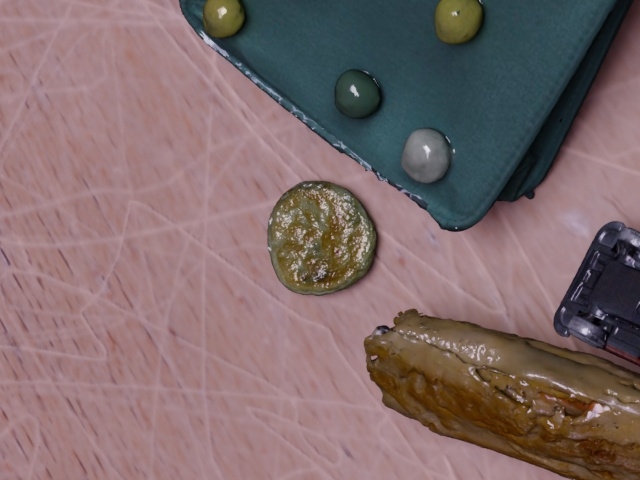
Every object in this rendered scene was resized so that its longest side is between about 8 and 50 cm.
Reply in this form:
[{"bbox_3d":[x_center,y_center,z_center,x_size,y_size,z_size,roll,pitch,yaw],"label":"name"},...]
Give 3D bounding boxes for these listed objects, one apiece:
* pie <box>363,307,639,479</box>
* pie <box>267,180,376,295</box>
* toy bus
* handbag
[{"bbox_3d":[0.165,0.110,1.098,0.282,0.128,0.068,21,64,21],"label":"pie"},{"bbox_3d":[0.001,-0.002,1.222,0.084,0.021,0.084,0,90,28],"label":"pie"},{"bbox_3d":[0.221,0.052,1.057,0.174,0.077,0.079,26,86,55],"label":"toy bus"},{"bbox_3d":[0.053,-0.173,1.110,0.268,0.100,0.274,40,128,17],"label":"handbag"}]
